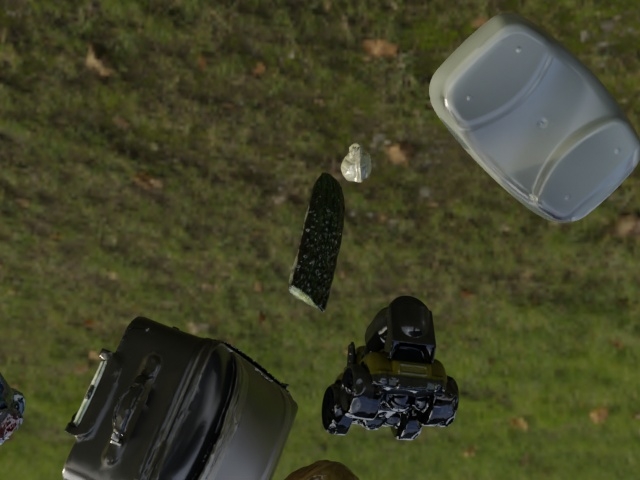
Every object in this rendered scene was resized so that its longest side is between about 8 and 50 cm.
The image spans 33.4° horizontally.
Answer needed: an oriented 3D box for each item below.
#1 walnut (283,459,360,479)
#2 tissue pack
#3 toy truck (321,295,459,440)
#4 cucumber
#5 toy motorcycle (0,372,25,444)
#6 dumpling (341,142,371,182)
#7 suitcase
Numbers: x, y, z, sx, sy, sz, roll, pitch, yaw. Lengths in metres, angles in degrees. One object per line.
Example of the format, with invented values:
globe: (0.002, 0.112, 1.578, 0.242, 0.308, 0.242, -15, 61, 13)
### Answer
walnut: (-0.003, 0.346, 1.433, 0.124, 0.105, 0.105, -15, 167, -31)
tissue pack: (0.345, -0.200, 1.735, 0.333, 0.236, 0.229, 44, 101, -7)
toy truck: (0.091, 0.181, 1.475, 0.147, 0.165, 0.224, 7, 157, -14)
cucumber: (0.001, 0.001, 1.893, 0.077, 0.265, 0.077, 12, 157, 5)
toy motorcycle: (-0.638, 0.305, 1.833, 0.241, 0.182, 0.319, -33, 148, -13)
dumpling: (0.055, -0.126, 1.731, 0.052, 0.076, 0.057, -10, 112, 28)
suitcase: (-0.189, 0.294, 1.567, 0.194, 0.283, 0.434, 16, 164, 23)
